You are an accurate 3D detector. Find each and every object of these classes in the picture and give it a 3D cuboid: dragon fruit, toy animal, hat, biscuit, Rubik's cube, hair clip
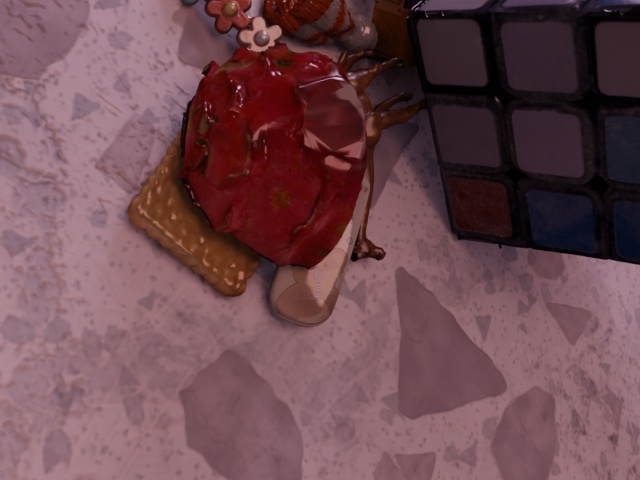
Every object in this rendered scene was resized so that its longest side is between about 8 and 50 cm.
[{"bbox_3d":[-0.044,-0.114,0.928,0.163,0.189,0.262,24,51,-59],"label":"dragon fruit"},{"bbox_3d":[0.058,-0.113,1.100,0.229,0.066,0.224,-45,101,-27],"label":"toy animal"},{"bbox_3d":[0.009,-0.288,1.118,0.162,0.093,0.112,31,67,-49],"label":"hat"},{"bbox_3d":[-0.100,-0.073,0.981,0.160,0.030,0.250,41,54,-23],"label":"biscuit"},{"bbox_3d":[0.368,-0.207,1.129,0.359,0.362,0.363,-49,133,-37],"label":"Rubik's cube"},{"bbox_3d":[-0.100,-0.264,1.029,0.214,0.056,0.062,41,87,-23],"label":"hair clip"}]

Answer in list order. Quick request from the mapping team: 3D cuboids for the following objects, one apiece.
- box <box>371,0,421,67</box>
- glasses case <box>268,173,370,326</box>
[{"bbox_3d":[0.151,-0.358,1.167,0.152,0.070,0.237,-20,131,-41],"label":"box"},{"bbox_3d":[0.000,0.000,1.008,0.081,0.051,0.204,17,71,-4],"label":"glasses case"}]
